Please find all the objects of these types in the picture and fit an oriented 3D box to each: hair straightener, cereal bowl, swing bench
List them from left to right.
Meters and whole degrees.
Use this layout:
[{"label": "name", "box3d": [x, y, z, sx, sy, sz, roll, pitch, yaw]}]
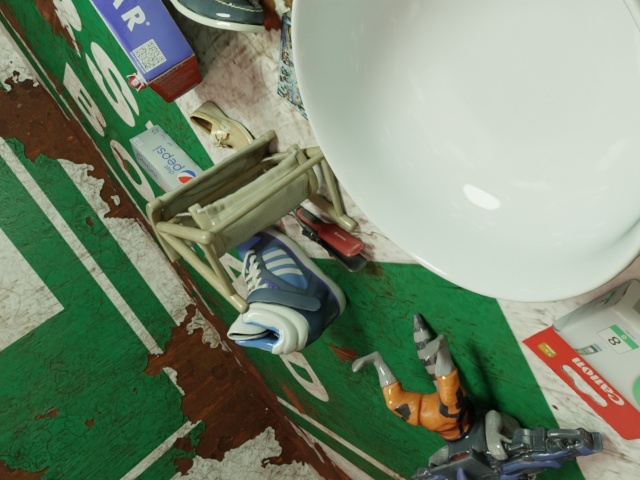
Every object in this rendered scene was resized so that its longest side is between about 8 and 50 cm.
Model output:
[{"label": "swing bench", "box3d": [-0.125, -0.055, 0.830, 0.254, 0.253, 0.165, 26, 145, 43]}, {"label": "hair straightener", "box3d": [0.000, 0.000, 0.934, 0.230, 0.047, 0.089, 31, 148, 40]}, {"label": "cereal bowl", "box3d": [0.135, -0.122, 0.414, 0.339, 0.141, 0.339, 40, 152, 25]}]

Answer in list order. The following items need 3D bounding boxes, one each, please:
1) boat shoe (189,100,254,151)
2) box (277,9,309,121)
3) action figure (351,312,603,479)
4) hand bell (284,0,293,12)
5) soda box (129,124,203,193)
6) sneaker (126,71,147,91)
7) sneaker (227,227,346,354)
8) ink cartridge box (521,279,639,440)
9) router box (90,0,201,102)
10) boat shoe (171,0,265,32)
[{"label": "boat shoe", "box3d": [-0.192, -0.207, 0.975, 0.170, 0.059, 0.063, 40, 153, 26]}, {"label": "box", "box3d": [-0.017, -0.227, 0.676, 0.094, 0.027, 0.137, 43, 154, 16]}, {"label": "action figure", "box3d": [0.256, 0.276, 0.802, 0.330, 0.178, 0.341, 49, 129, -9]}, {"label": "hand bell", "box3d": [-0.051, -0.342, 0.518, 0.126, 0.126, 0.242, 39, 165, 27]}, {"label": "soda box", "box3d": [-0.374, -0.169, 1.311, 0.286, 0.091, 0.098, 44, 155, 17]}, {"label": "sneaker", "box3d": [-0.383, -0.364, 1.088, 0.042, 0.067, 0.118, 55, 156, -7]}, {"label": "sneaker", "box3d": [-0.128, 0.104, 1.043, 0.322, 0.236, 0.130, 36, 132, 24]}, {"label": "ink cartridge box", "box3d": [0.336, 0.160, 0.558, 0.181, 0.056, 0.225, 46, 154, 14]}, {"label": "router box", "box3d": [-0.319, -0.396, 0.786, 0.336, 0.082, 0.301, 58, 176, -14]}, {"label": "boat shoe", "box3d": [-0.148, -0.342, 0.671, 0.254, 0.095, 0.079, 47, 127, 41]}]
